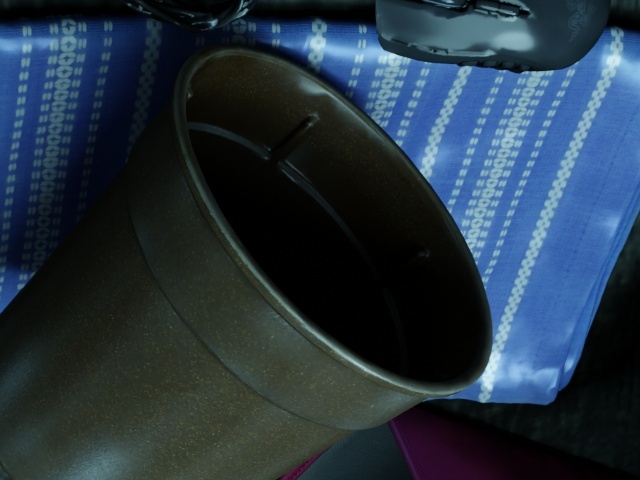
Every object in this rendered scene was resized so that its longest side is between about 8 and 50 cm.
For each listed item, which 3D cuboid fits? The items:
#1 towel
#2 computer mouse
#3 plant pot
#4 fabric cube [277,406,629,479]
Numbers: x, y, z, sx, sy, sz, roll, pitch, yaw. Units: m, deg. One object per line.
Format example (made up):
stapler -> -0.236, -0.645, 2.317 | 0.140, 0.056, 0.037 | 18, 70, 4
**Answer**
towel -> 0.000, 0.000, 0.756 | 0.336, 0.040, 0.243 | -2, 133, -20
computer mouse -> 0.016, -0.107, 0.641 | 0.242, 0.041, 0.071 | 3, 111, -22
plant pot -> -0.045, 0.035, 0.653 | 0.167, 0.167, 0.165 | 24, 127, -38
fabric cube -> 0.081, 0.284, 0.911 | 0.258, 0.259, 0.254 | 24, 119, -39
